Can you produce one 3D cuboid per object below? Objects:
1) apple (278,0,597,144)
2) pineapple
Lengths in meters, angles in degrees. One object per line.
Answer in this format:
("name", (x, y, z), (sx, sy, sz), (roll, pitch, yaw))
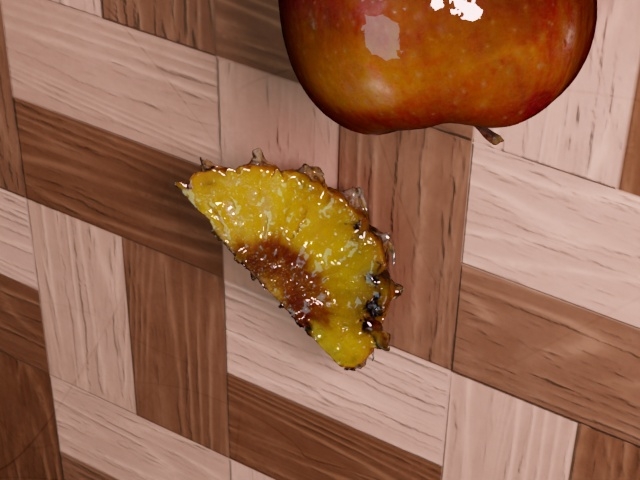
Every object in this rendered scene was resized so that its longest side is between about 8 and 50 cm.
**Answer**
("apple", (0.100, -0.237, 1.334), (0.288, 0.288, 0.317), (-4, 106, 39))
("pineapple", (-0.001, -0.002, 1.708), (0.161, 0.158, 0.334), (-42, 98, 8))
